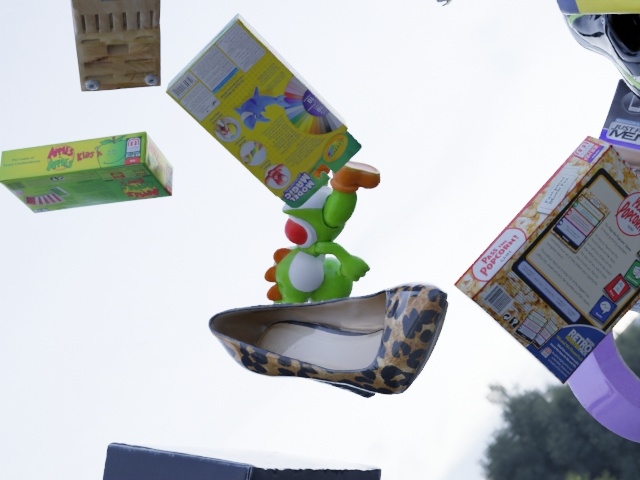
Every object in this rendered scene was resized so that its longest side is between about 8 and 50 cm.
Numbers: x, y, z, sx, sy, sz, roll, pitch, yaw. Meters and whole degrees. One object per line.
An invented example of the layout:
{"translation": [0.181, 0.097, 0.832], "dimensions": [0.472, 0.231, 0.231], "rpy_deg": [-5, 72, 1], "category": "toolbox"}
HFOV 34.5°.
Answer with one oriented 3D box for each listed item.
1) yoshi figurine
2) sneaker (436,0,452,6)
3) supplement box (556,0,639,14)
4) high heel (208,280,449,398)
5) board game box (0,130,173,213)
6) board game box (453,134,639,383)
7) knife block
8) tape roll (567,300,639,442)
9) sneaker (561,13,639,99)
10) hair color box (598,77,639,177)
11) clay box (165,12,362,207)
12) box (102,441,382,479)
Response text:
{"translation": [0.016, -0.002, 2.107], "dimensions": [0.203, 0.203, 0.362], "rpy_deg": [-64, -7, -73], "category": "yoshi figurine"}
{"translation": [0.239, -0.405, 1.557], "dimensions": [0.094, 0.235, 0.153], "rpy_deg": [-21, -38, -42], "category": "sneaker"}
{"translation": [0.313, -0.271, 0.647], "dimensions": [0.194, 0.356, 0.195], "rpy_deg": [-34, -64, -22], "category": "supplement box"}
{"translation": [0.001, 0.079, 0.968], "dimensions": [0.261, 0.186, 0.093], "rpy_deg": [127, 160, -59], "category": "high heel"}
{"translation": [-0.277, -0.079, 1.228], "dimensions": [0.181, 0.043, 0.092], "rpy_deg": [-6, -24, 11], "category": "board game box"}
{"translation": [0.245, 0.020, 0.990], "dimensions": [0.147, 0.045, 0.193], "rpy_deg": [42, -88, -24], "category": "board game box"}
{"translation": [-0.219, -0.321, 1.057], "dimensions": [0.088, 0.242, 0.275], "rpy_deg": [-6, -28, -11], "category": "knife block"}
{"translation": [0.512, 0.172, 1.599], "dimensions": [0.275, 0.275, 0.090], "rpy_deg": [-31, -16, -31], "category": "tape roll"}
{"translation": [0.355, -0.255, 1.195], "dimensions": [0.084, 0.234, 0.097], "rpy_deg": [-30, -45, 0], "category": "sneaker"}
{"translation": [0.470, -0.061, 1.359], "dimensions": [0.110, 0.185, 0.339], "rpy_deg": [-65, -26, -21], "category": "hair color box"}
{"translation": [-0.067, -0.155, 1.275], "dimensions": [0.127, 0.222, 0.053], "rpy_deg": [-42, 19, 12], "category": "clay box"}
{"translation": [-0.090, 0.400, 1.100], "dimensions": [0.312, 0.179, 0.343], "rpy_deg": [25, -110, -59], "category": "box"}
